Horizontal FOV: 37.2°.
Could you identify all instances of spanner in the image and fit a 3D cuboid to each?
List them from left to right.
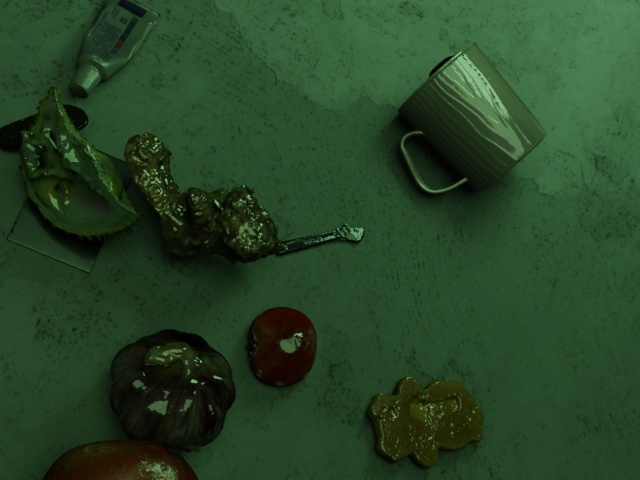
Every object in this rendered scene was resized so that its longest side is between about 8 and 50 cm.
[{"bbox_3d":[0.000,0.000,1.977,0.208,0.012,0.046,-13,77,-23],"label":"spanner"}]

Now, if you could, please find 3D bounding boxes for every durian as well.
[{"bbox_3d":[-0.462,-0.129,1.767,0.172,0.166,0.306,-26,89,-22],"label":"durian"}]

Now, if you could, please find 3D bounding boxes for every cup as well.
[{"bbox_3d":[0.312,-0.250,2.069,0.288,0.208,0.273,-41,89,-28],"label":"cup"}]

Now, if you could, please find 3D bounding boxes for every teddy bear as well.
[{"bbox_3d":[-0.222,-0.082,1.813,0.222,0.246,0.296,-19,88,2],"label":"teddy bear"}]

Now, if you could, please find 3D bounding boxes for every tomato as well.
[{"bbox_3d":[-0.069,0.198,1.838,0.139,0.091,0.159,6,67,-19],"label":"tomato"}]

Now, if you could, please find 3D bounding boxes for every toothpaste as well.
[{"bbox_3d":[-0.435,-0.401,1.948,0.099,0.068,0.282,48,48,-32],"label":"toothpaste"}]

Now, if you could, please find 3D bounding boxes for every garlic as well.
[{"bbox_3d":[-0.256,0.252,1.697,0.245,0.160,0.245,20,36,-15],"label":"garlic"}]

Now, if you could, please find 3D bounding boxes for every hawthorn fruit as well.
[{"bbox_3d":[-0.311,0.459,1.563,0.299,0.275,0.275,-3,72,-19],"label":"hawthorn fruit"}]

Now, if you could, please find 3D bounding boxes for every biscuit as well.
[{"bbox_3d":[0.215,0.360,1.909,0.249,0.035,0.184,-9,75,-23],"label":"biscuit"}]

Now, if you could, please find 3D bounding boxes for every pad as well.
[{"bbox_3d":[-0.479,-0.076,1.839,0.170,0.006,0.245,23,65,-10],"label":"pad"}]

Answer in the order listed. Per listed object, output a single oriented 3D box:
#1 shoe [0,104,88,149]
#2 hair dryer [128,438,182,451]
[{"bbox_3d":[-0.537,-0.211,1.848,0.179,0.049,0.071,-18,61,-6],"label":"shoe"},{"bbox_3d":[-0.291,0.368,1.732,0.114,0.037,0.063,26,64,-17],"label":"hair dryer"}]
